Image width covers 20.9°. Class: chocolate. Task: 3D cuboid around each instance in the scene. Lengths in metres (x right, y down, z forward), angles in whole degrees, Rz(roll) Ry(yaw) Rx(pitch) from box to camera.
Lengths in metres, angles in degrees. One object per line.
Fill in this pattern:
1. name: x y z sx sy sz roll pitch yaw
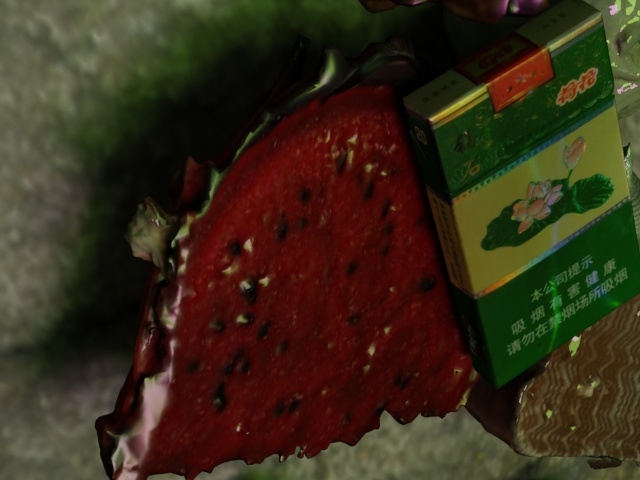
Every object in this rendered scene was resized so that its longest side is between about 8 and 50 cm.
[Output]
1. chocolate: 0.196 0.085 1.289 0.214 0.093 0.148 14 101 -44

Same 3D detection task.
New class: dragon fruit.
1. dragon fruit: 0.000 0.000 1.070 0.343 0.100 0.282 -3 116 -48

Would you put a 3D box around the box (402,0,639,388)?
1. box: 0.133 -0.025 1.087 0.132 0.034 0.235 -31 132 -16

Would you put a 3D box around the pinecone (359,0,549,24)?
1. pinecone: 0.092 -0.277 0.910 0.298 0.242 0.296 -45 135 -7

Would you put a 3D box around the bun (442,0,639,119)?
1. bun: 0.181 -0.168 1.125 0.204 0.126 0.212 -20 122 -34

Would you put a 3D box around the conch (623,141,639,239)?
1. conch: 0.200 -0.031 1.260 0.076 0.056 0.085 -3 94 -18
